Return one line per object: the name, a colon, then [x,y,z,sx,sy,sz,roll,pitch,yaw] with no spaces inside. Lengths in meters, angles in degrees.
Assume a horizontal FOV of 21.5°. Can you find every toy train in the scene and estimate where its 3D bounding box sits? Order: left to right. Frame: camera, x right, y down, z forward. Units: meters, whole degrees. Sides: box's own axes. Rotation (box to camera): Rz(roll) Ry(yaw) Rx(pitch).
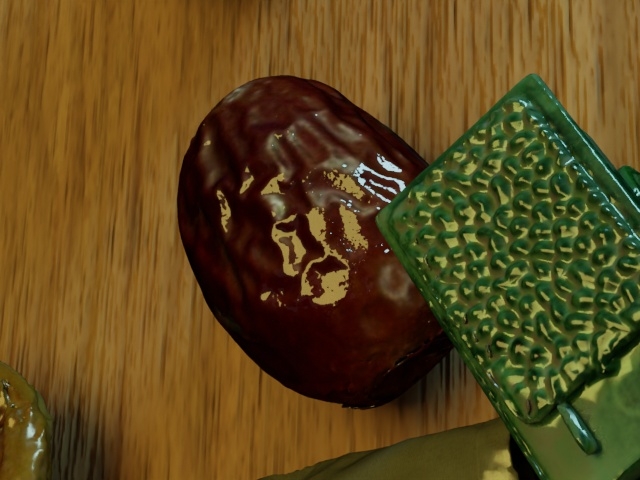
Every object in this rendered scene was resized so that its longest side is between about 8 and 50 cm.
toy train: [0.173,0.047,0.986,0.145,0.202,0.266,-44,54,16]

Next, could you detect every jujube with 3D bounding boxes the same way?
jujube: [0.000,0.000,1.161,0.183,0.183,0.243,-46,60,16]

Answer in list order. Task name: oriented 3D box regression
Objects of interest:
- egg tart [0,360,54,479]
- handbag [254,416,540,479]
egg tart: [-0.317,0.258,1.340,0.339,0.153,0.352,22,87,42]
handbag: [0.059,0.267,1.056,0.253,0.109,0.316,-28,51,34]
